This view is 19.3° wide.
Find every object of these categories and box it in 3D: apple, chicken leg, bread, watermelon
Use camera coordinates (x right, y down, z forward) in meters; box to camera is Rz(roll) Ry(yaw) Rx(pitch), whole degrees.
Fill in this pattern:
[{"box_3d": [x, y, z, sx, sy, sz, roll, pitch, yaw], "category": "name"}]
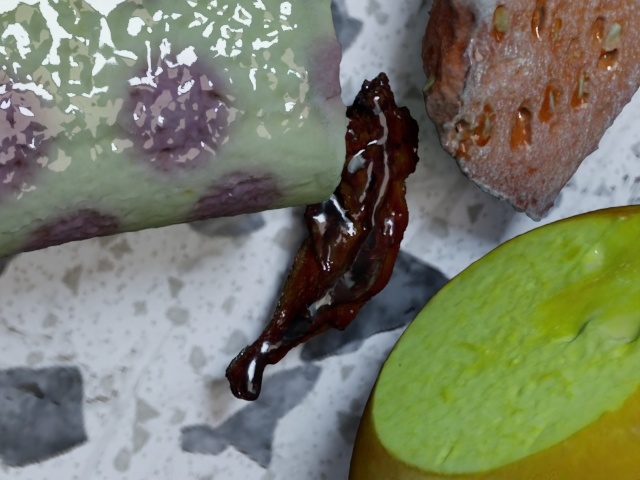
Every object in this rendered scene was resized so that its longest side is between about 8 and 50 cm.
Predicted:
[{"box_3d": [0.204, 0.164, 1.118, 0.374, 0.374, 0.384, 18, 92, -24], "category": "apple"}, {"box_3d": [0.006, 0.000, 1.166, 0.089, 0.048, 0.219, 17, 92, -21], "category": "chicken leg"}, {"box_3d": [-0.160, -0.085, 1.023, 0.338, 0.155, 0.187, -11, 98, -21], "category": "bread"}, {"box_3d": [0.140, -0.145, 1.168, 0.193, 0.140, 0.257, 14, 102, -29], "category": "watermelon"}]
